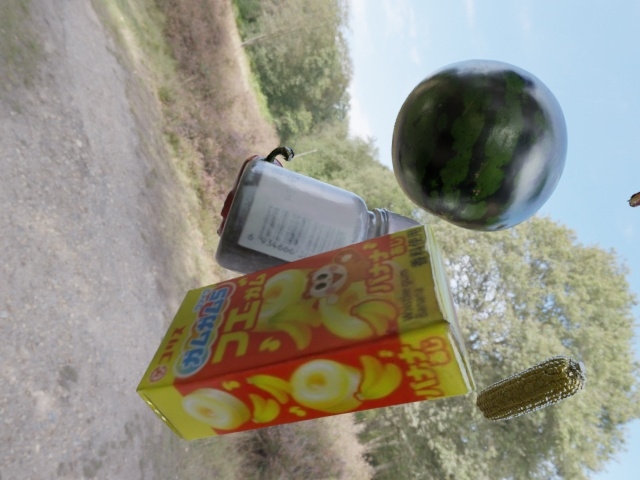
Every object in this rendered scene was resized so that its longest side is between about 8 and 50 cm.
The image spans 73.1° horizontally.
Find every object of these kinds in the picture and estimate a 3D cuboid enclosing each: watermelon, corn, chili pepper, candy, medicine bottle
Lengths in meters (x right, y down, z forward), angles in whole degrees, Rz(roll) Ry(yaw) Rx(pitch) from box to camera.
[{"bbox_3d":[0.258,-0.159,0.736,0.285,0.286,0.284,-17,90,-90],"label":"watermelon"},{"bbox_3d":[0.415,0.300,0.863,0.080,0.238,0.080,26,39,-23],"label":"corn"},{"bbox_3d":[-0.171,-0.103,1.054,0.387,0.110,0.110,-52,-138,40],"label":"chili pepper"},{"bbox_3d":[-0.013,0.087,0.408,0.146,0.276,0.088,-80,149,-54],"label":"candy"},{"bbox_3d":[0.937,-0.126,1.230,0.178,0.027,0.045,60,51,-81],"label":"chili pepper"},{"bbox_3d":[0.000,0.000,0.632,0.165,0.274,0.164,-161,-90,-78],"label":"medicine bottle"}]
